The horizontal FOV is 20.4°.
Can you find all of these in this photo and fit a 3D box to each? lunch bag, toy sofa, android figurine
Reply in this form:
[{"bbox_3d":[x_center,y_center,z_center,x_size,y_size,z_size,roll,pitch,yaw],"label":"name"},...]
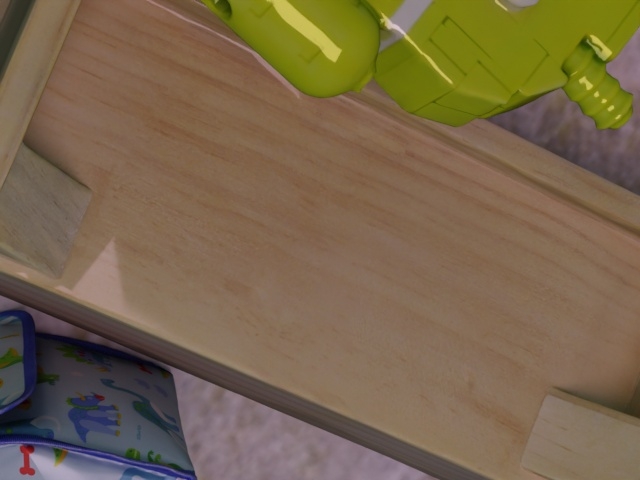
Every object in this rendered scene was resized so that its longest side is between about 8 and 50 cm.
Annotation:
[{"bbox_3d":[-0.140,0.093,0.811,0.151,0.129,0.096,16,104,-13],"label":"lunch bag"},{"bbox_3d":[0.000,0.000,0.806,0.362,0.177,0.150,25,81,-18],"label":"toy sofa"},{"bbox_3d":[0.043,-0.160,0.720,0.273,0.056,0.248,44,65,-9],"label":"android figurine"}]
